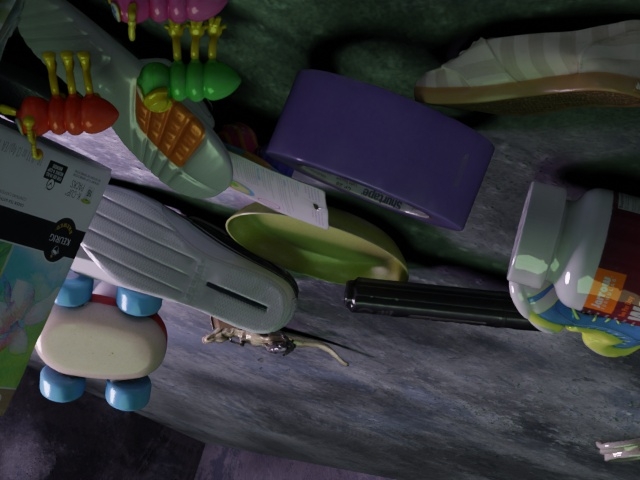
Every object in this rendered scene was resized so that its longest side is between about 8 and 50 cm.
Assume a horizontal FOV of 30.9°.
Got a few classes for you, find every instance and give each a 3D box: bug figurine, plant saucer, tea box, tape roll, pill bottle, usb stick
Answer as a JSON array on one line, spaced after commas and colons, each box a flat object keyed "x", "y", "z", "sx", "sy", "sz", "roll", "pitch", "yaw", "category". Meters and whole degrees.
[{"x": -0.177, "y": -0.160, "z": 0.943, "sx": 0.216, "sy": 0.072, "sz": 0.279, "roll": -6, "pitch": 153, "yaw": -3, "category": "bug figurine"}, {"x": 0.000, "y": 0.000, "z": 1.467, "sx": 0.241, "sy": 0.037, "sz": 0.241, "roll": 16, "pitch": 164, "yaw": 5, "category": "plant saucer"}, {"x": -0.448, "y": -0.003, "z": 1.248, "sx": 0.220, "sy": 0.324, "sz": 0.329, "roll": 25, "pitch": -179, "yaw": 23, "category": "tea box"}, {"x": 0.052, "y": -0.079, "z": 1.027, "sx": 0.189, "sy": 0.080, "sz": 0.189, "roll": 21, "pitch": 178, "yaw": 1, "category": "tape roll"}, {"x": 0.297, "y": 0.019, "z": 1.105, "sx": 0.221, "sy": 0.121, "sz": 0.121, "roll": 15, "pitch": 162, "yaw": 7, "category": "pill bottle"}, {"x": 0.169, "y": 0.082, "z": 1.466, "sx": 0.278, "sy": 0.045, "sz": 0.077, "roll": 5, "pitch": 171, "yaw": 0, "category": "usb stick"}]

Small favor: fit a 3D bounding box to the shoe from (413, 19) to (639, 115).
[{"x": 0.163, "y": -0.132, "z": 0.901, "sx": 0.076, "sy": 0.058, "sz": 0.219, "roll": 6, "pitch": 178, "yaw": -43, "category": "shoe"}]

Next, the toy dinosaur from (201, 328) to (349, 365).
[{"x": -0.084, "y": 0.174, "z": 2.045, "sx": 0.268, "sy": 0.064, "sz": 0.118, "roll": 11, "pitch": 168, "yaw": 11, "category": "toy dinosaur"}]

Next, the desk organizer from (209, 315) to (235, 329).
[{"x": -0.113, "y": 0.081, "z": 1.686, "sx": 0.050, "sy": 0.130, "sz": 0.047, "roll": -1, "pitch": 113, "yaw": 20, "category": "desk organizer"}]

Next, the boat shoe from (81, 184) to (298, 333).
[{"x": -0.184, "y": 0.027, "z": 1.584, "sx": 0.335, "sy": 0.121, "sz": 0.119, "roll": 30, "pitch": -169, "yaw": 2, "category": "boat shoe"}]

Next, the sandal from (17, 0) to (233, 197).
[{"x": -0.172, "y": -0.155, "z": 1.120, "sx": 0.265, "sy": 0.076, "sz": 0.102, "roll": 46, "pitch": 137, "yaw": -17, "category": "sandal"}]

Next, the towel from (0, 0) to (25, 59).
[{"x": -0.466, "y": -0.129, "z": 1.047, "sx": 0.374, "sy": 0.321, "sz": 0.090, "roll": 10, "pitch": 167, "yaw": 21, "category": "towel"}]

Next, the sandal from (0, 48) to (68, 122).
[{"x": -0.370, "y": -0.192, "z": 1.228, "sx": 0.254, "sy": 0.054, "sz": 0.097, "roll": 24, "pitch": 156, "yaw": 9, "category": "sandal"}]

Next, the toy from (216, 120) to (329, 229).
[{"x": -0.094, "y": -0.094, "z": 1.242, "sx": 0.237, "sy": 0.056, "sz": 0.137, "roll": 20, "pitch": 167, "yaw": 8, "category": "toy"}]

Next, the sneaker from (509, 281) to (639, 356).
[{"x": 0.320, "y": 0.062, "z": 1.305, "sx": 0.126, "sy": 0.091, "sz": 0.240, "roll": -17, "pitch": 151, "yaw": 41, "category": "sneaker"}]

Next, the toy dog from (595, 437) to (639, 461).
[{"x": 0.465, "y": 0.155, "z": 1.331, "sx": 0.220, "sy": 0.161, "sz": 0.333, "roll": 0, "pitch": 164, "yaw": -17, "category": "toy dog"}]

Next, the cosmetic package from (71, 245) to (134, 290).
[{"x": -0.263, "y": 0.027, "z": 1.723, "sx": 0.231, "sy": 0.085, "sz": 0.117, "roll": 17, "pitch": 163, "yaw": 9, "category": "cosmetic package"}]

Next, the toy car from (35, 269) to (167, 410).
[{"x": -0.350, "y": 0.120, "z": 1.909, "sx": 0.210, "sy": 0.219, "sz": 0.238, "roll": 8, "pitch": -155, "yaw": -5, "category": "toy car"}]
